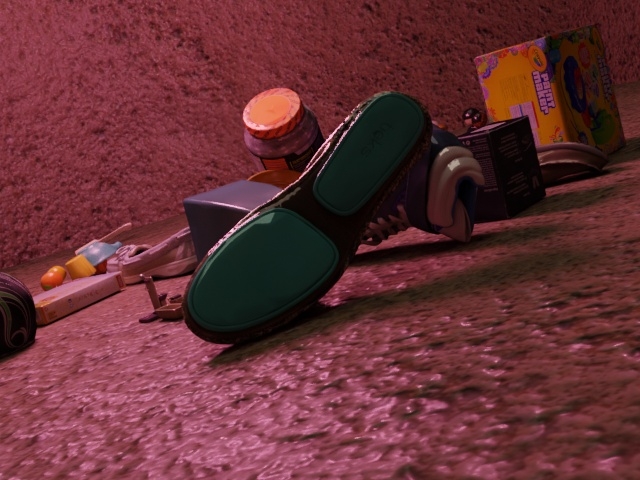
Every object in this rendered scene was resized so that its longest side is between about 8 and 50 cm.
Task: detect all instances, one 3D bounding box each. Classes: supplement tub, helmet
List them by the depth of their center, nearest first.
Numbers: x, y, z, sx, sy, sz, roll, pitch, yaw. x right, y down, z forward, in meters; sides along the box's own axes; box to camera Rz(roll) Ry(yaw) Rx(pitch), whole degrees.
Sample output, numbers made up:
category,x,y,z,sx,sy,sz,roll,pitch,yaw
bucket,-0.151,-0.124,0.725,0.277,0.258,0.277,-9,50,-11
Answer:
category,x,y,z,sx,sy,sz,roll,pitch,yaw
helmet,-0.627,0.135,1.530,0.169,0.162,0.169,-16,8,2
supplement tub,-0.079,-0.230,2.119,0.193,0.316,0.194,-9,50,11

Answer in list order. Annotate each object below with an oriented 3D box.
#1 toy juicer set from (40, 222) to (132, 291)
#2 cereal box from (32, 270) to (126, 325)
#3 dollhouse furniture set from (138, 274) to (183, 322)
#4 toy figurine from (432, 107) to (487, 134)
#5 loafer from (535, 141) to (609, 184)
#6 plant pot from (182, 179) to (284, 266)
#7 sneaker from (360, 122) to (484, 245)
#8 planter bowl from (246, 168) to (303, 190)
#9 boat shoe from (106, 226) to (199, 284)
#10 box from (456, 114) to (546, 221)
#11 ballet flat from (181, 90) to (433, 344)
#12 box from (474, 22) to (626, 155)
category,x,y,z,sx,sy,sz,roll,pitch,yaw
toy juicer set,-0.672,0.070,2.328,0.209,0.090,0.329,-27,13,21
cereal box,-0.585,0.135,1.841,0.173,0.047,0.240,-10,10,36
dollhouse furniture set,-0.265,0.089,1.424,0.091,0.081,0.114,-24,12,-41
toy figurine,0.440,-0.330,2.580,0.213,0.148,0.209,-15,9,4
loafer,0.454,-0.145,1.649,0.251,0.088,0.094,2,-10,31
plant pot,-0.146,-0.028,1.724,0.165,0.166,0.234,-23,18,-36
sneaker,0.137,-0.040,1.373,0.130,0.236,0.323,9,-59,-51
planter bowl,-0.090,-0.073,1.979,0.217,0.090,0.217,6,43,-5
boat shoe,-0.401,0.036,1.942,0.320,0.103,0.118,-8,12,42
box,0.323,-0.130,1.479,0.093,0.158,0.156,-7,12,43
ballet flat,-0.007,-0.018,1.205,0.483,0.164,0.182,-48,-10,-17
box,0.517,-0.308,1.813,0.177,0.290,0.279,-8,13,43
